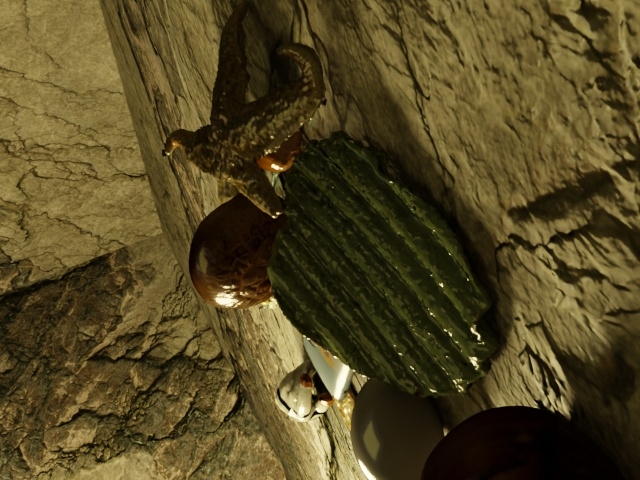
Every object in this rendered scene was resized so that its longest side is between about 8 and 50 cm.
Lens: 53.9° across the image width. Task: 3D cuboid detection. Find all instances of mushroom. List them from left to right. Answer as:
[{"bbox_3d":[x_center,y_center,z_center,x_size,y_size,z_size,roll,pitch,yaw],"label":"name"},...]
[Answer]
[{"bbox_3d":[-0.143,0.024,1.223,0.153,0.253,0.253,35,145,36],"label":"mushroom"}]

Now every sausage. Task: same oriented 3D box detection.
[{"bbox_3d":[-0.114,-0.190,1.150,0.274,0.105,0.105,29,138,60],"label":"sausage"}]

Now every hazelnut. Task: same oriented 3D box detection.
[{"bbox_3d":[0.204,0.286,0.638,0.229,0.229,0.229,54,158,35],"label":"hazelnut"}]

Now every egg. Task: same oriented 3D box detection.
[{"bbox_3d":[0.120,0.303,0.989,0.146,0.146,0.199,-160,57,-66],"label":"egg"}]

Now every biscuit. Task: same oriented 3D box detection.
[{"bbox_3d":[0.058,0.365,1.423,0.247,0.029,0.118,61,160,19],"label":"biscuit"}]

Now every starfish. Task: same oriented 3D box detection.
[{"bbox_3d":[-0.144,-0.221,1.032,0.432,0.082,0.324,42,122,50],"label":"starfish"}]

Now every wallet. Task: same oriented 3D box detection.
[{"bbox_3d":[0.026,0.205,1.272,0.170,0.069,0.231,52,151,28],"label":"wallet"}]

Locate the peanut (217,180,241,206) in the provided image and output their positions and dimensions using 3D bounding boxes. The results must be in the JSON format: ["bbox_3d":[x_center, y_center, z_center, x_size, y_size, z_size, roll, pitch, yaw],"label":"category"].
[{"bbox_3d":[-0.184,-0.135,1.371,0.125,0.111,0.274,-80,-15,-50],"label":"peanut"}]

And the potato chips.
[{"bbox_3d":[0.064,0.051,0.891,0.429,0.070,0.358,47,138,28],"label":"potato chips"}]

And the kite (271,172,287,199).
[{"bbox_3d":[-0.054,0.025,1.368,0.368,0.014,0.406,29,137,61],"label":"kite"}]

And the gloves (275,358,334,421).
[{"bbox_3d":[-0.048,0.395,1.609,0.140,0.131,0.219,56,168,25],"label":"gloves"}]

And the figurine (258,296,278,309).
[{"bbox_3d":[-0.144,0.167,1.729,0.047,0.050,0.083,54,158,20],"label":"figurine"}]
